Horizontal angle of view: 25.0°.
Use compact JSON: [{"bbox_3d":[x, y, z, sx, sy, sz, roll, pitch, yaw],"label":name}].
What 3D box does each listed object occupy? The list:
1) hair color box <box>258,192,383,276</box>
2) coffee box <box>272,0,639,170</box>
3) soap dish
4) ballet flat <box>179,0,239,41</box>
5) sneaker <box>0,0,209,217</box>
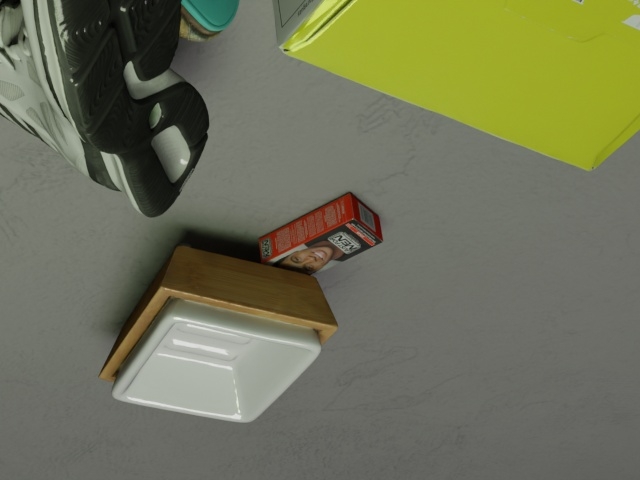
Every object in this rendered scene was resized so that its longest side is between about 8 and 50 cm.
[{"bbox_3d":[0.000,0.000,1.818,0.141,0.043,0.072,-26,141,25],"label":"hair color box"},{"bbox_3d":[0.175,-0.318,1.182,0.337,0.334,0.338,17,137,-30],"label":"coffee box"},{"bbox_3d":[-0.136,0.123,1.854,0.229,0.118,0.291,13,149,-19],"label":"soap dish"},{"bbox_3d":[-0.195,-0.310,1.324,0.123,0.123,0.348,-19,140,14],"label":"ballet flat"},{"bbox_3d":[-0.263,-0.186,1.313,0.257,0.169,0.447,25,159,14],"label":"sneaker"}]
